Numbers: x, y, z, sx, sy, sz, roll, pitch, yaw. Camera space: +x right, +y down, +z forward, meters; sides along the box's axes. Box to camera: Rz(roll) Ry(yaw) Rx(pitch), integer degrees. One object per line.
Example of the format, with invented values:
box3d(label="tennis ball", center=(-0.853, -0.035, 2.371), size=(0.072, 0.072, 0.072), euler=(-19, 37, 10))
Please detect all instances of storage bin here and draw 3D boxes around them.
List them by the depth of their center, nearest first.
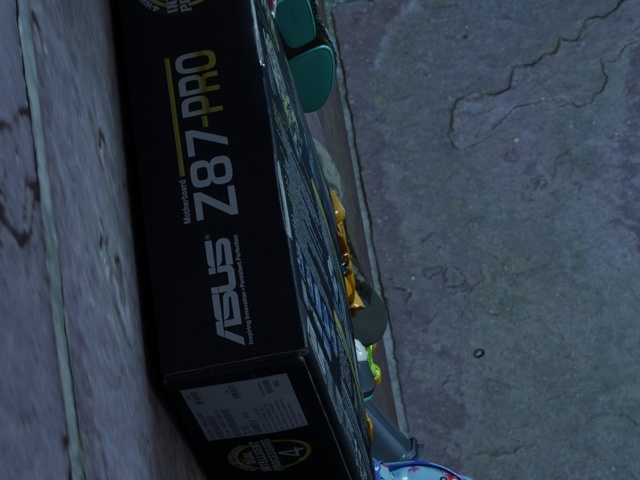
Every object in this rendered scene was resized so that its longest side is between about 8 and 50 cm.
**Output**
box3d(label="storage bin", center=(0.041, 0.211, 1.960), size=(0.091, 0.098, 0.135), euler=(51, 4, 2))

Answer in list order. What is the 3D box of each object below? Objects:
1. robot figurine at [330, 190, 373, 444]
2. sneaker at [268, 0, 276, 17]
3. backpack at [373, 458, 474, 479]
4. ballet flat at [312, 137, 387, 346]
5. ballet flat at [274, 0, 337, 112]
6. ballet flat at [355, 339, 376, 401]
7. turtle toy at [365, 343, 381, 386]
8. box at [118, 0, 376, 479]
box3d(label="robot figurine", center=(-0.009, 0.057, 1.632), size=(0.291, 0.085, 0.211), euler=(-93, 171, -63))
box3d(label="sneaker", center=(-0.076, -0.262, 1.706), size=(0.075, 0.063, 0.170), euler=(-71, 146, -69))
box3d(label="backpack", center=(0.057, 0.237, 1.436), size=(0.117, 0.173, 0.158), euler=(71, 10, -62))
box3d(label="ballet flat", center=(0.000, 0.000, 1.960), size=(0.058, 0.084, 0.250), euler=(17, -44, 56))
box3d(label="ballet flat", center=(-0.024, -0.205, 1.891), size=(0.188, 0.070, 0.070), euler=(82, 0, -55))
box3d(label="ballet flat", center=(0.015, 0.125, 1.897), size=(0.203, 0.074, 0.074), euler=(157, -78, -88))
box3d(label="turtle toy", center=(0.024, 0.101, 2.083), size=(0.095, 0.066, 0.130), euler=(75, 5, -47))
box3d(label="box", center=(-0.039, 0.020, 1.270), size=(0.395, 0.097, 0.318), euler=(71, 11, -62))
